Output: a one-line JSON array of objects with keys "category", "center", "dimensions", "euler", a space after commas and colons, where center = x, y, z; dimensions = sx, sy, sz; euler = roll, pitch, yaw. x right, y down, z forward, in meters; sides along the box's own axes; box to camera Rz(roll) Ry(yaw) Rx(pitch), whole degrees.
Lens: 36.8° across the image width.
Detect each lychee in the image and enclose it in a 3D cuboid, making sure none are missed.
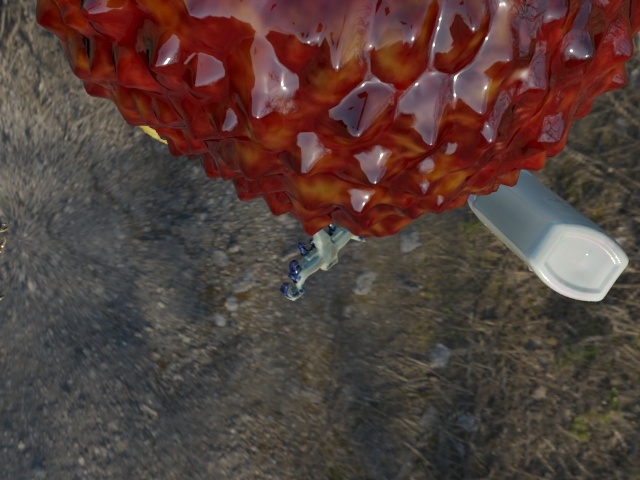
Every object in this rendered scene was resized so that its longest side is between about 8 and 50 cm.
[{"category": "lychee", "center": [0.014, -0.222, 0.615], "dimensions": [0.424, 0.500, 0.425], "euler": [2, 58, -4]}]

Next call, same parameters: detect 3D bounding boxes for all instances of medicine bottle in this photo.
[{"category": "medicine bottle", "center": [0.318, -0.025, 1.426], "dimensions": [0.161, 0.296, 0.111], "euler": [26, 106, -24]}]

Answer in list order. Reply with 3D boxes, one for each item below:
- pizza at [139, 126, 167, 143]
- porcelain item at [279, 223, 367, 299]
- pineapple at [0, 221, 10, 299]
[{"category": "pizza", "center": [-0.144, -0.190, 1.061], "dimensions": [0.268, 0.257, 0.087], "euler": [5, 61, -57]}, {"category": "porcelain item", "center": [0.000, 0.000, 1.067], "dimensions": [0.136, 0.021, 0.075], "euler": [-40, 131, -25]}, {"category": "pineapple", "center": [-0.255, 0.001, 0.545], "dimensions": [0.176, 0.136, 0.162], "euler": [-21, 105, -34]}]
